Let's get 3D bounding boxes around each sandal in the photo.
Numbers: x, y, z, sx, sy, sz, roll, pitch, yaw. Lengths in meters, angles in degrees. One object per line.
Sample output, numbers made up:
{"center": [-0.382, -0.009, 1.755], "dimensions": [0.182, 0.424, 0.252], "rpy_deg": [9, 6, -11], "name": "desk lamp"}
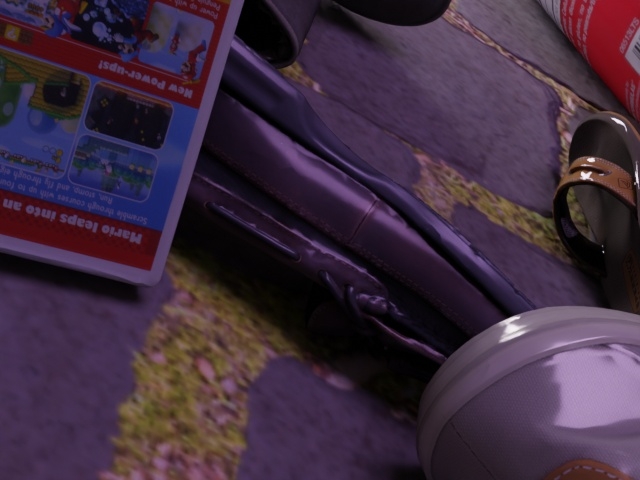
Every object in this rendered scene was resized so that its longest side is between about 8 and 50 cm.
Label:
{"center": [0.184, -0.011, 0.941], "dimensions": [0.060, 0.090, 0.219], "rpy_deg": [8, 42, -7], "name": "sandal"}

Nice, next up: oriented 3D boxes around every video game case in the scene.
{"center": [-0.118, -0.138, 0.594], "dimensions": [0.204, 0.285, 0.025], "rpy_deg": [16, 1, -34], "name": "video game case"}

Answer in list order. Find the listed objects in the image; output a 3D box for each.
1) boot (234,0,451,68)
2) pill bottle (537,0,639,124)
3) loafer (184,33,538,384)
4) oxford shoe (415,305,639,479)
{"center": [-0.004, -0.166, 0.940], "dimensions": [0.190, 0.076, 0.208], "rpy_deg": [20, 24, -3], "name": "boot"}
{"center": [0.304, -0.249, 1.240], "dimensions": [0.229, 0.229, 0.407], "rpy_deg": [7, 41, -43], "name": "pill bottle"}
{"center": [0.000, 0.000, 0.717], "dimensions": [0.302, 0.095, 0.109], "rpy_deg": [42, -1, -3], "name": "loafer"}
{"center": [0.252, 0.135, 0.703], "dimensions": [0.449, 0.169, 0.130], "rpy_deg": [10, 36, -29], "name": "oxford shoe"}
